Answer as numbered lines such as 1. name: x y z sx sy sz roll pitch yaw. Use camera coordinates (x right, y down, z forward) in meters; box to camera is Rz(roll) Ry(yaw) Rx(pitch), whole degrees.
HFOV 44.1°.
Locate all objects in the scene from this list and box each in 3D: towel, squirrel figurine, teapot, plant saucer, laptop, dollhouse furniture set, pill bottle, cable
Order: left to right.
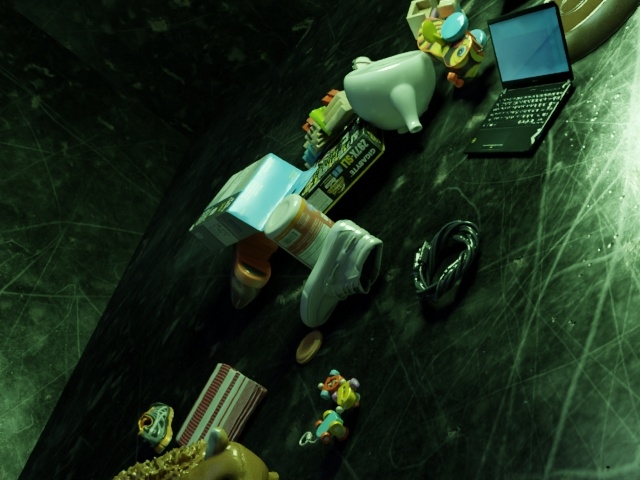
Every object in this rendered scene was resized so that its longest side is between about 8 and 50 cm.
1. squirrel figurine: -0.270 0.504 1.507 0.370 0.281 0.397 -46 24 2
2. towel: -0.247 0.424 1.899 0.237 0.037 0.329 -60 20 -11
3. plant saucer: -0.027 0.235 1.757 0.083 0.013 0.083 -43 23 23
4. pill bottle: -0.013 0.000 1.812 0.121 0.216 0.121 -43 23 24
5. teapot: 0.189 -0.367 2.033 0.252 0.187 0.256 -4 23 40
6. cable: 0.235 0.043 1.474 0.150 0.047 0.185 -32 27 34
7. dollhouse furniture set: 0.420 -0.616 2.032 0.303 0.198 0.286 -6 50 31
8. laptop: 0.378 -0.318 1.597 0.264 0.136 0.234 -56 20 -8
9. plant saucer: 0.544 -0.490 1.645 0.310 0.050 0.311 -45 22 24

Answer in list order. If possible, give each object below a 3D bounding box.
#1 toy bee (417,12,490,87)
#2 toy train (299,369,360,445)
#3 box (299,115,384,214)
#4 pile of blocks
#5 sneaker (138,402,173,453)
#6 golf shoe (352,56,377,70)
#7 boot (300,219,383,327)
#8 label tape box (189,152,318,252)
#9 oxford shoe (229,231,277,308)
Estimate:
1. toy bee: 0.311 -0.442 1.831 0.162 0.195 0.298 -63 15 -3
2. toy train: 0.027 0.317 1.475 0.125 0.046 0.166 -30 28 49
3. box: 0.058 -0.209 2.116 0.257 0.079 0.322 -48 11 17
4. pile of blocks: -0.008 -0.314 2.275 0.149 0.112 0.362 -39 -10 -31
5. sneaker: -0.456 0.495 2.161 0.084 0.083 0.215 -54 19 2
6. golf shoe: 0.173 -0.498 2.405 0.120 0.105 0.273 -31 32 13
7. boot: 0.047 0.093 1.714 0.123 0.095 0.258 31 110 37
8. label tape box: -0.188 -0.115 2.173 0.333 0.106 0.241 -21 29 51
9. oxford shoe: -0.210 0.064 2.268 0.364 0.129 0.133 -83 19 -65
